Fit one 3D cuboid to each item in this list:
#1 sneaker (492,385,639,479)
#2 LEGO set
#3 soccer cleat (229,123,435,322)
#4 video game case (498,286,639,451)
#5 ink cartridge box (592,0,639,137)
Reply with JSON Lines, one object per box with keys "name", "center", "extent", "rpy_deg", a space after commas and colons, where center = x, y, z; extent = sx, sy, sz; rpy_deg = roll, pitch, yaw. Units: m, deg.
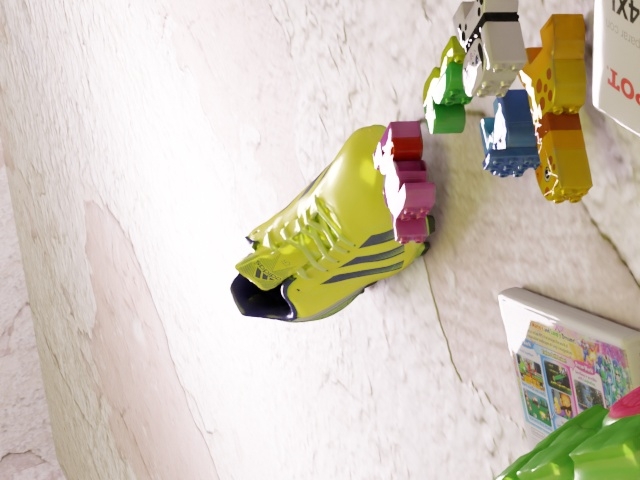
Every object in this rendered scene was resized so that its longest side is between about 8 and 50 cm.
{"name": "sneaker", "center": [0.208, 0.143, 0.634], "extent": [0.202, 0.185, 0.483], "rpy_deg": [67, 167, 1]}
{"name": "LEGO set", "center": [0.103, -0.056, 0.894], "extent": [0.227, 0.087, 0.093], "rpy_deg": [118, 147, -65]}
{"name": "soccer cleat", "center": [0.000, 0.001, 1.193], "extent": [0.289, 0.121, 0.093], "rpy_deg": [125, 126, -67]}
{"name": "video game case", "center": [0.164, 0.110, 0.984], "extent": [0.157, 0.019, 0.143], "rpy_deg": [-157, 52, -68]}
{"name": "ink cartridge box", "center": [0.179, -0.123, 0.622], "extent": [0.148, 0.086, 0.203], "rpy_deg": [-134, 32, -53]}
